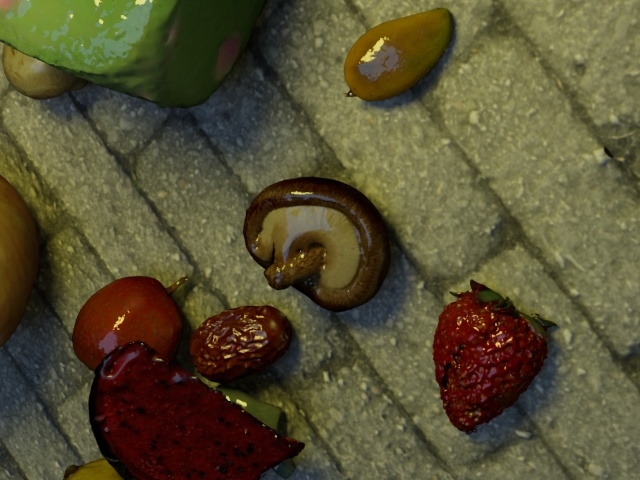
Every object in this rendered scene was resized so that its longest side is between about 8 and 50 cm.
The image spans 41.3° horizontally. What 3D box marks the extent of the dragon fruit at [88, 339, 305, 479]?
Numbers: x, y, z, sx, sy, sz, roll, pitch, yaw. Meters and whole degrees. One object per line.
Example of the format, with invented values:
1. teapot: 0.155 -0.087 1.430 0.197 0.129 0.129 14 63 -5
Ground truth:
1. dragon fruit: -0.233 0.299 1.367 0.343 0.100 0.282 38 112 -18

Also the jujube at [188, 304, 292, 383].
1. jujube: -0.130 0.167 1.401 0.176 0.109 0.112 -25 128 20

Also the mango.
1. mango: 0.107 -0.262 1.203 0.187 0.066 0.101 -29 91 19

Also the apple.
1. apple: -0.686 0.039 1.474 0.391 0.391 0.347 32 129 14

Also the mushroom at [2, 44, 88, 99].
1. mushroom: -0.446 -0.308 1.406 0.166 0.127 0.166 -9 61 17

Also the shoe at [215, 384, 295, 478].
1. shoe: -0.096 0.311 1.446 0.078 0.079 0.195 -37 77 -6

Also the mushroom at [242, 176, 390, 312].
1. mushroom: 0.002 -0.003 1.285 0.231 0.138 0.194 41 103 -2

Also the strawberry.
1. strawberry: 0.219 0.181 1.241 0.174 0.098 0.228 36 114 13

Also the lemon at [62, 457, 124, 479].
1. lemon: -0.351 0.526 1.495 0.297 0.297 0.297 6 106 23

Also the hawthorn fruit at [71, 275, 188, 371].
1. hawthorn fruit: -0.305 0.143 1.441 0.196 0.196 0.225 41 89 10

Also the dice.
1. dice: -0.266 -0.385 1.173 0.322 0.318 0.330 27 101 10
